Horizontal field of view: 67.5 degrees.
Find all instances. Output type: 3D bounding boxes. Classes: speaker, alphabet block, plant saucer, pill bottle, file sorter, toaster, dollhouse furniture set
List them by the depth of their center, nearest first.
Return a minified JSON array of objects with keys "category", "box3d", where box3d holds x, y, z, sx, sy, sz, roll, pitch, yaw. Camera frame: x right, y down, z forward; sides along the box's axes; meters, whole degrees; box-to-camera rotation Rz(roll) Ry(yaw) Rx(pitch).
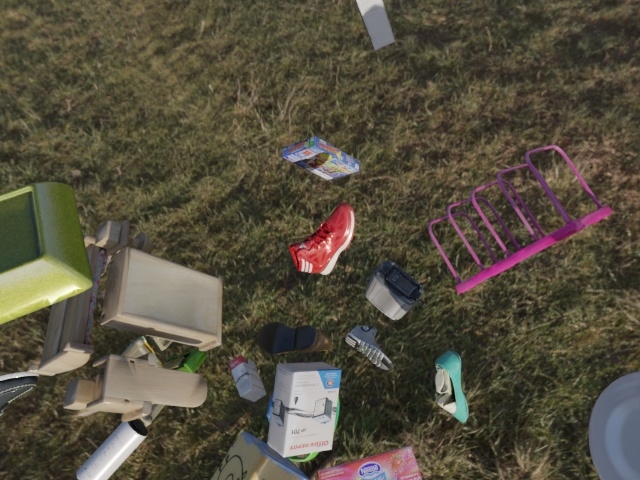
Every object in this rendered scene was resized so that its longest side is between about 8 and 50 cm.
[{"category":"pill bottle","box3d":[0.456,0.242,0.526,0.271,0.152,0.152,17,58,-17]},{"category":"plant saucer","box3d":[-0.380,0.010,0.554,0.188,0.045,0.188,-23,53,-13]},{"category":"dollhouse furniture set","box3d":[-0.338,0.160,0.781,0.355,0.173,0.303,-27,53,33]},{"category":"speaker","box3d":[-0.398,0.407,0.920,0.055,0.055,0.136,39,83,21]},{"category":"file sorter","box3d":[0.409,-0.047,1.031,0.202,0.290,0.182,-16,73,-42]},{"category":"alphabet block","box3d":[-0.180,0.706,1.375,0.193,0.192,0.197,42,72,-22]},{"category":"dollhouse furniture set","box3d":[-0.505,0.372,1.384,0.151,0.198,0.301,-23,18,30]},{"category":"toaster","box3d":[0.276,0.195,1.792,0.227,0.146,0.129,39,48,12]}]

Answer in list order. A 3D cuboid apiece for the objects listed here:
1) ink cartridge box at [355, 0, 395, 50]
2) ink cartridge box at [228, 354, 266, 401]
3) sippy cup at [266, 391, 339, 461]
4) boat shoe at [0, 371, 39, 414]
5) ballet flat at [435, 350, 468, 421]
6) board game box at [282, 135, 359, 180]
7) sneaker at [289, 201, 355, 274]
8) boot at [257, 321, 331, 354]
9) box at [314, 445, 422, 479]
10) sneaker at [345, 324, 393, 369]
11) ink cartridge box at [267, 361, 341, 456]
[{"category":"ink cartridge box","box3d":[0.077,-0.623,1.070,0.069,0.371,0.176,-20,62,12]},{"category":"ink cartridge box","box3d":[-0.253,0.479,1.658,0.056,0.099,0.135,-35,52,4]},{"category":"sippy cup","box3d":[-0.074,0.661,1.844,0.224,0.240,0.305,7,37,27]},{"category":"boat shoe","box3d":[-0.767,0.379,1.068,0.302,0.114,0.091,-24,69,6]},{"category":"ballet flat","box3d":[0.383,0.450,1.438,0.087,0.248,0.083,-19,19,-21]},{"category":"board game box","box3d":[0.004,-0.244,1.446,0.136,0.201,0.035,-10,69,42]},{"category":"sneaker","box3d":[0.000,0.000,1.240,0.128,0.221,0.087,1,31,-37]},{"category":"boot","box3d":[-0.095,0.347,1.645,0.305,0.115,0.112,-6,65,42]},{"category":"box","box3d":[0.145,0.735,1.442,0.299,0.142,0.154,-9,62,-11]},{"category":"sneaker","box3d":[0.228,0.426,1.992,0.228,0.086,0.132,35,48,12]},{"category":"ink cartridge box","box3d":[-0.037,0.387,1.114,0.139,0.082,0.191,8,87,-35]}]
